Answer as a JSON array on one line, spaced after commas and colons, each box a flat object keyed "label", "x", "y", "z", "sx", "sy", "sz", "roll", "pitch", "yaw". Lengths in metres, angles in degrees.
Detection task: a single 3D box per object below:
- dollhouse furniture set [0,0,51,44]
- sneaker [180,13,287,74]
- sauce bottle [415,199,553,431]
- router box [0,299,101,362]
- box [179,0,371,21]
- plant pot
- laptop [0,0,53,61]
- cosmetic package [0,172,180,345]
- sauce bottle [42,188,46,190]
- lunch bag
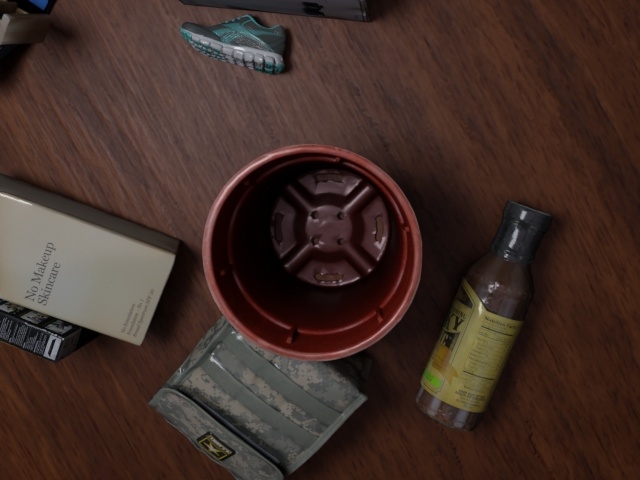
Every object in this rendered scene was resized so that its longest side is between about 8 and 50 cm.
[{"label": "dollhouse furniture set", "x": -0.427, "y": -0.409, "z": 1.003, "sx": 0.161, "sy": 0.212, "sz": 0.242, "roll": 30, "pitch": 110, "yaw": 1}, {"label": "sneaker", "x": -0.126, "y": -0.307, "z": 1.129, "sx": 0.167, "sy": 0.065, "sz": 0.076, "roll": 17, "pitch": 83, "yaw": 0}, {"label": "sauce bottle", "x": 0.249, "y": 0.110, "z": 1.124, "sx": 0.111, "sy": 0.111, "sz": 0.344, "roll": 21, "pitch": 98, "yaw": 2}, {"label": "router box", "x": -0.421, "y": 0.122, "z": 1.153, "sx": 0.133, "sy": 0.179, "sz": 0.046, "roll": 22, "pitch": 98, "yaw": 3}, {"label": "box", "x": -0.070, "y": -0.376, "z": 1.052, "sx": 0.290, "sy": 0.169, "sz": 0.087, "roll": 8, "pitch": 97, "yaw": 6}, {"label": "plant pot", "x": 0.000, "y": 0.000, "z": 1.050, "sx": 0.273, "sy": 0.265, "sz": 0.272, "roll": 1, "pitch": 98, "yaw": 5}, {"label": "laptop", "x": -0.531, "y": -0.399, "z": 1.102, "sx": 0.234, "sy": 0.136, "sz": 0.264, "roll": 33, "pitch": 58, "yaw": 1}, {"label": "cosmetic package", "x": -0.387, "y": 0.026, "z": 1.138, "sx": 0.310, "sy": 0.113, "sz": 0.160, "roll": 20, "pitch": 100, "yaw": -11}, {"label": "sauce bottle", "x": -0.434, "y": -0.019, "z": 1.204, "sx": 0.042, "sy": 0.042, "sz": 0.128, "roll": -22, "pitch": 98, "yaw": 8}, {"label": "lunch bag", "x": -0.102, "y": 0.237, "z": 1.149, "sx": 0.235, "sy": 0.169, "sz": 0.287, "roll": 40, "pitch": 108, "yaw": -5}]
